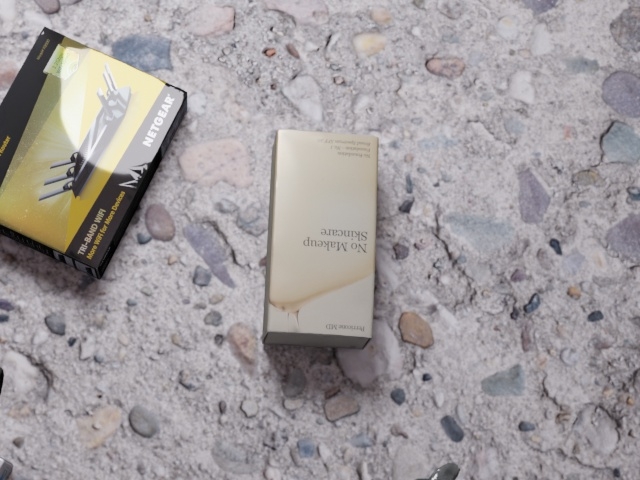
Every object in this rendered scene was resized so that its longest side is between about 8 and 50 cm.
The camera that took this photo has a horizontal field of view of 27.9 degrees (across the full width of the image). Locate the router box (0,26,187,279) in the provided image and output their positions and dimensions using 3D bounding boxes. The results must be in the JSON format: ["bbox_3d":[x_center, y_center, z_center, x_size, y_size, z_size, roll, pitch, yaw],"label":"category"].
[{"bbox_3d":[-0.372,-0.132,1.932,0.243,0.081,0.309,24,75,0],"label":"router box"}]

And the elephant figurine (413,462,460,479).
[{"bbox_3d":[0.133,0.471,1.817,0.169,0.186,0.239,-26,90,-55],"label":"elephant figurine"}]

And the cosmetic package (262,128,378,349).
[{"bbox_3d":[0.000,0.000,1.925,0.160,0.113,0.309,3,75,-6],"label":"cosmetic package"}]

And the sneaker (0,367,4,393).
[{"bbox_3d":[-0.526,0.279,1.701,0.145,0.090,0.270,14,69,-2],"label":"sneaker"}]

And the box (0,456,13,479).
[{"bbox_3d":[-0.530,0.370,1.777,0.114,0.103,0.203,28,75,1],"label":"box"}]
